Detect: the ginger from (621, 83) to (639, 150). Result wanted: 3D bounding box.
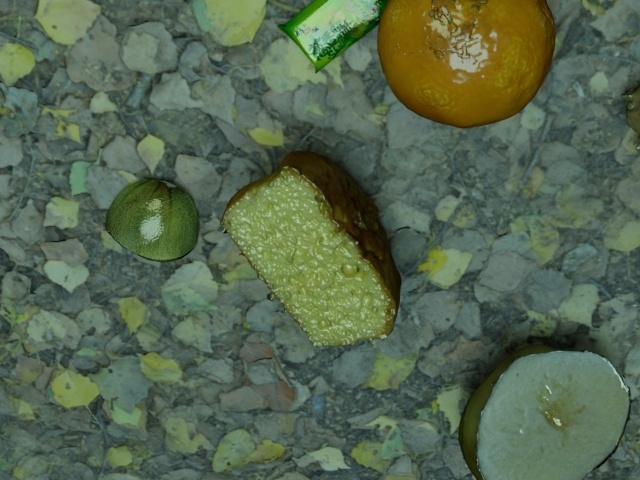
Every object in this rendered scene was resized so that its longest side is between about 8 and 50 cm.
[{"bbox_3d":[0.531,-0.152,1.489,0.104,0.080,0.204,-25,111,12],"label":"ginger"}]

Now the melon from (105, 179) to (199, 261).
[{"bbox_3d":[-0.278,-0.034,1.634,0.160,0.079,0.128,20,120,-5],"label":"melon"}]

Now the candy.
[{"bbox_3d":[0.030,-0.334,1.467,0.178,0.032,0.102,-34,110,21],"label":"candy"}]

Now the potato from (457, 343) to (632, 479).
[{"bbox_3d":[0.369,0.307,1.704,0.300,0.196,0.246,-44,94,-5],"label":"potato"}]

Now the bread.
[{"bbox_3d":[0.000,0.000,1.570,0.194,0.179,0.340,-27,115,20],"label":"bread"}]

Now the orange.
[{"bbox_3d":[0.200,-0.275,1.368,0.246,0.246,0.246,2,118,4],"label":"orange"}]
